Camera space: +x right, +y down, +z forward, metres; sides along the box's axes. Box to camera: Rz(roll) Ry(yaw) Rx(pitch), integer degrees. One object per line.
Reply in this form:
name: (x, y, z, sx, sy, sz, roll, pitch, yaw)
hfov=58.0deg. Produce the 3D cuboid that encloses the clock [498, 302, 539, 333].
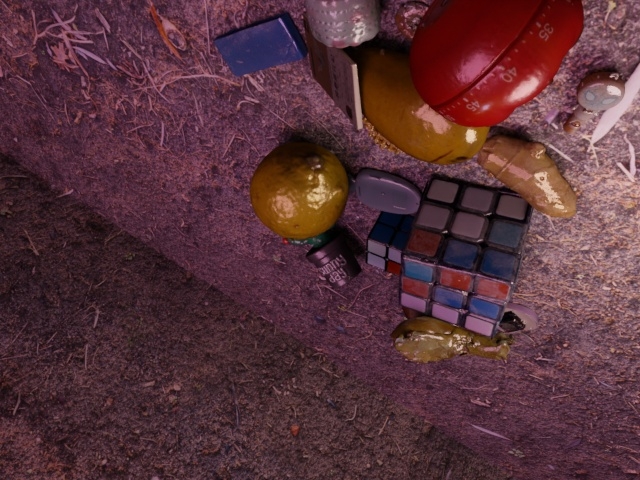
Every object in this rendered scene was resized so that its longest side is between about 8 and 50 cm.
clock: (0.753, 0.313, 2.294, 0.172, 0.064, 0.198, 39, 146, -16)

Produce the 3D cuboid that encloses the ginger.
ginger: (0.610, -0.184, 1.665, 0.354, 0.126, 0.190, 37, 138, -16)

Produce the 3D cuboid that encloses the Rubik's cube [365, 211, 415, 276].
Rubik's cube: (0.282, 0.010, 2.162, 0.184, 0.167, 0.180, 23, 148, 15)

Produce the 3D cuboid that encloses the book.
book: (0.034, -0.482, 1.638, 0.310, 0.021, 0.216, 57, 167, 38)

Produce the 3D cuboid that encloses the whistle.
whistle: (0.678, -0.347, 1.443, 0.107, 0.057, 0.220, 14, 152, 0)

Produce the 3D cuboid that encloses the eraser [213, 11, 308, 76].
eraser: (-0.192, -0.605, 1.804, 0.312, 0.042, 0.144, 0, 135, 40)

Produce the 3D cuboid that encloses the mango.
mango: (0.254, -0.379, 1.587, 0.445, 0.220, 0.301, 33, 160, 4)

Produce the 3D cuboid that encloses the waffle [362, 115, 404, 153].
waffle: (0.218, -0.353, 1.816, 0.149, 0.051, 0.194, -10, 125, 46)

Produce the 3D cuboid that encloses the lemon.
lemon: (-0.073, -0.181, 2.030, 0.350, 0.349, 0.387, 29, 153, 2)

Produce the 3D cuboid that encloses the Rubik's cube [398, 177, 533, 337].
Rubik's cube: (0.472, 0.056, 1.887, 0.363, 0.363, 0.358, 16, 150, 16)

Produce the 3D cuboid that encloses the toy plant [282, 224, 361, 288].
toy plant: (0.006, -0.003, 2.365, 0.400, 0.185, 0.279, 55, 154, -7)

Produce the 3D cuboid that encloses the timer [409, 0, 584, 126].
timer: (0.368, -0.438, 1.260, 0.279, 0.377, 0.378, 36, 148, -15)

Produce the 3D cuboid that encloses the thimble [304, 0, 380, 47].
thimble: (0.051, -0.606, 1.488, 0.211, 0.186, 0.149, 52, 162, 38)

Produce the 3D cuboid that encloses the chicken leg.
chicken leg: (0.451, 0.344, 1.955, 0.430, 0.152, 0.201, 4, 143, 3)

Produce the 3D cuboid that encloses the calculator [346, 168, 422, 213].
calculator: (0.220, -0.173, 2.072, 0.299, 0.041, 0.185, 17, 146, 19)

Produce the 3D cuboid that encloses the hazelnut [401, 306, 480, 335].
hazelnut: (0.467, 0.256, 2.199, 0.372, 0.372, 0.315, 34, 109, -6)

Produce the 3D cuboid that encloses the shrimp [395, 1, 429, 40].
shrimp: (0.281, -0.551, 1.496, 0.190, 0.042, 0.101, 26, 141, 9)
